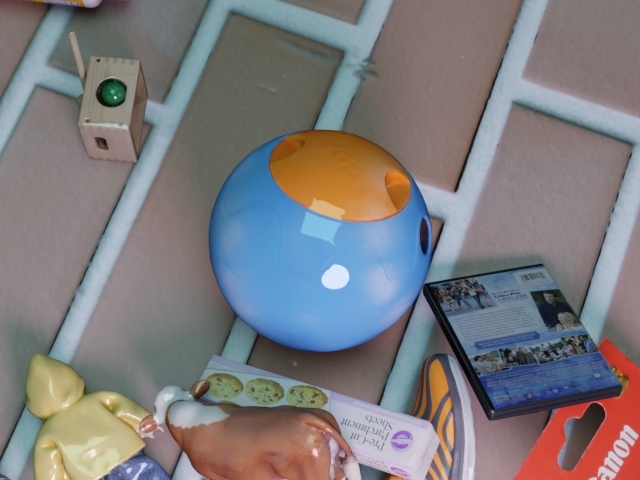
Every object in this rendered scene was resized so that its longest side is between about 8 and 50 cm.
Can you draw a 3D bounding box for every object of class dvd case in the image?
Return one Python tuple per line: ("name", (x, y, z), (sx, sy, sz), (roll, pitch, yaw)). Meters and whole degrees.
("dvd case", (0.258, 0.127, 1.642), (0.180, 0.022, 0.253), (-9, 40, -13))

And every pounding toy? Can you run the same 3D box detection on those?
("pounding toy", (-0.304, -0.200, 1.757), (0.100, 0.141, 0.130), (6, 69, 0))

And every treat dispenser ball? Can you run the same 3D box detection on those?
("treat dispenser ball", (0.000, 0.000, 1.617), (0.288, 0.288, 0.288), (1, 69, -2))

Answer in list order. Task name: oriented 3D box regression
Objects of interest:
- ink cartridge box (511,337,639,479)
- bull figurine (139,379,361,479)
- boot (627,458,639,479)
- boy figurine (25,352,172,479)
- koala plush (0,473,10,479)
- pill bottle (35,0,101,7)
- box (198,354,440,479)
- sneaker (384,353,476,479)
("ink cartridge box", (0.453, 0.324, 1.534), (0.385, 0.091, 0.308), (42, 53, 2))
("bull figurine", (-0.083, 0.263, 1.539), (0.101, 0.310, 0.188), (-49, 122, -35))
("boot", (0.307, 0.363, 1.600), (0.176, 0.088, 0.244), (19, 72, 9))
("boy figurine", (-0.295, 0.270, 1.608), (0.177, 0.092, 0.285), (-40, 74, -18))
("koala plush", (-0.455, 0.360, 1.528), (0.221, 0.203, 0.196), (-34, 67, -29))
("pill bottle", (-0.387, -0.407, 1.844), (0.215, 0.117, 0.117), (6, 69, 1))
("box", (-0.010, 0.222, 1.586), (0.324, 0.063, 0.067), (15, 65, 28))
("sneaker", (0.102, 0.298, 1.593), (0.180, 0.124, 0.321), (2, 69, -2))
